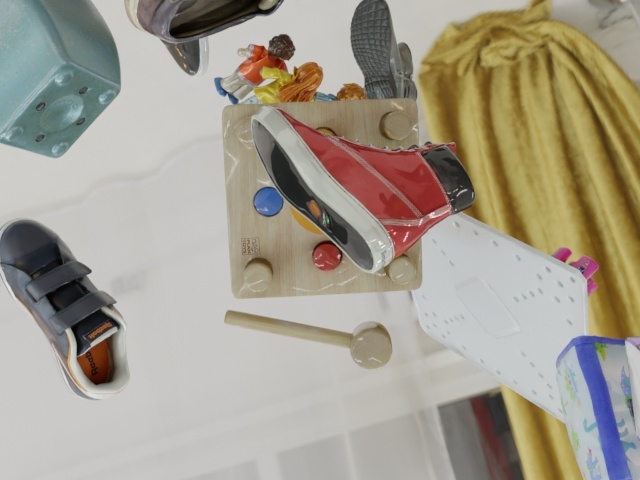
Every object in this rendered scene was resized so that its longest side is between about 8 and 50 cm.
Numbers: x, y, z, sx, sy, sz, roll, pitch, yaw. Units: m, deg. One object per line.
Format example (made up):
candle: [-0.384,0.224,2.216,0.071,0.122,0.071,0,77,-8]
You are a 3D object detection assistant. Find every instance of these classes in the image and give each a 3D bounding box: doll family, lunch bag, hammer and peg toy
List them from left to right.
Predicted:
doll family: [-0.021,-0.201,1.226,0.163,0.118,0.263,-30,146,30]
hammer and peg toy: [0.000,0.000,1.065,0.266,0.361,0.127,-2,-172,-3]
lunch bag: [0.238,0.150,0.638,0.096,0.129,0.151,-22,150,24]

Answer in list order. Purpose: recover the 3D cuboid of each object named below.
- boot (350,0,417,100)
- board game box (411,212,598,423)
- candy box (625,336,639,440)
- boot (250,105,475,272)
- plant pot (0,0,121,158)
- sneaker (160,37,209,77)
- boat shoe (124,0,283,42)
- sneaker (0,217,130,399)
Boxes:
boot: [0.134,-0.374,1.636,0.083,0.246,0.161,3,-154,26]
board game box: [0.291,0.100,1.355,0.050,0.390,0.390,-38,134,-21]
candy box: [0.281,0.089,0.418,0.196,0.070,0.165,-7,-175,7]
boot: [0.049,-0.091,0.915,0.176,0.244,0.088,-33,152,-22]
plant pot: [-0.428,-0.258,1.134,0.248,0.252,0.247,-45,164,9]
sneaker: [-0.283,-0.378,1.268,0.104,0.296,0.147,-4,-156,46]
boat shoe: [-0.072,-0.293,0.898,0.285,0.092,0.103,-30,145,-18]
sneaker: [-0.391,0.104,1.279,0.127,0.321,0.126,-8,-158,48]
